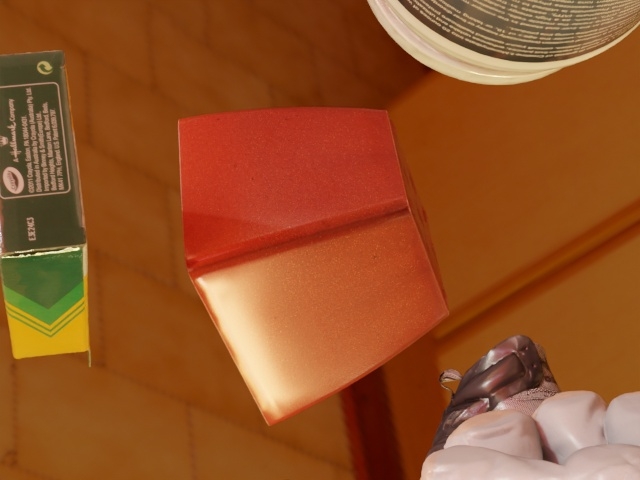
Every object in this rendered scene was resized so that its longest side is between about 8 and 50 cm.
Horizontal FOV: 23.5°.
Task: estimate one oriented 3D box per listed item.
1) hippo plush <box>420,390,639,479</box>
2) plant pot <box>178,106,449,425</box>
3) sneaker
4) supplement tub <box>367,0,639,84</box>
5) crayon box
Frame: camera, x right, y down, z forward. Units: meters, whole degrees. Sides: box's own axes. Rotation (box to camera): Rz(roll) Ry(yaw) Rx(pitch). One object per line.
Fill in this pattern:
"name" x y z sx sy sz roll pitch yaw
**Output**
"hippo plush" 0.235 0.264 1.236 0.234 0.294 0.236 -23 108 -47
"plant pot" 0.000 0.000 1.724 0.267 0.235 0.267 -99 168 -49
"sneaker" 0.228 0.165 1.430 0.101 0.268 0.153 62 29 -53
"supplement tub" 0.120 -0.202 0.812 0.191 0.191 0.272 59 -12 7
"crayon box" -0.276 -0.016 1.512 0.083 0.323 0.203 -6 67 -10
